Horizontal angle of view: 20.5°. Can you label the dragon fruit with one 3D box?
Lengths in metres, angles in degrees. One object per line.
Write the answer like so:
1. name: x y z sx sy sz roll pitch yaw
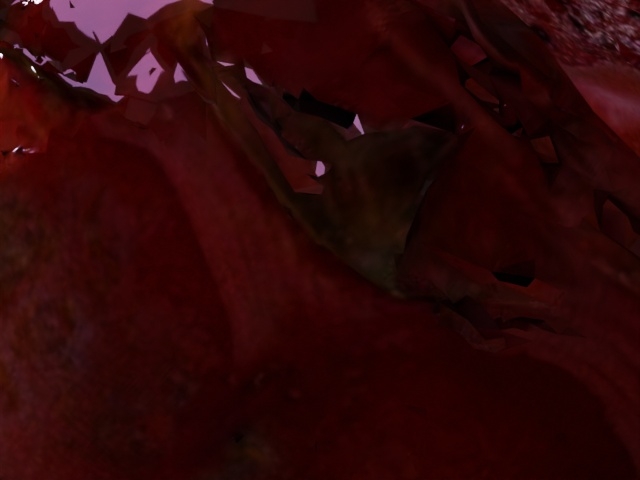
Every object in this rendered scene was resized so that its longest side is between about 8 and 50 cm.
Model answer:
1. dragon fruit: 0.000 0.000 0.549 0.301 0.296 0.295 -25 15 36
